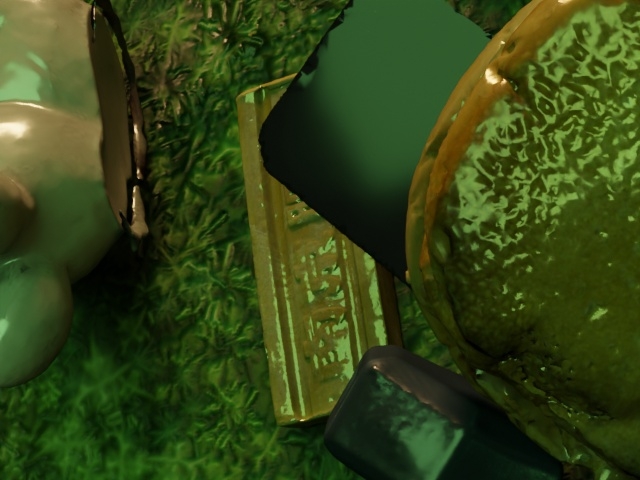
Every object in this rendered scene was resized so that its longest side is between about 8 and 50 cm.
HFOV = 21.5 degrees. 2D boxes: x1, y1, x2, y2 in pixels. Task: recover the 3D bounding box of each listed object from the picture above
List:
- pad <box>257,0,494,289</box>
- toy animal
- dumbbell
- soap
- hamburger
[{"bbox_3d":[0.141,-0.109,1.092,0.250,0.055,0.323,40,88,13],"label":"pad"},{"bbox_3d":[-0.211,-0.057,1.178,0.154,0.208,0.325,-15,29,8],"label":"toy animal"},{"bbox_3d":[0.015,0.224,1.030,0.156,0.143,0.316,33,94,30],"label":"dumbbell"},{"bbox_3d":[0.000,0.000,1.158,0.092,0.037,0.252,-16,70,22],"label":"soap"},{"bbox_3d":[0.199,-0.008,0.931,0.290,0.170,0.314,37,99,-4],"label":"hamburger"}]
